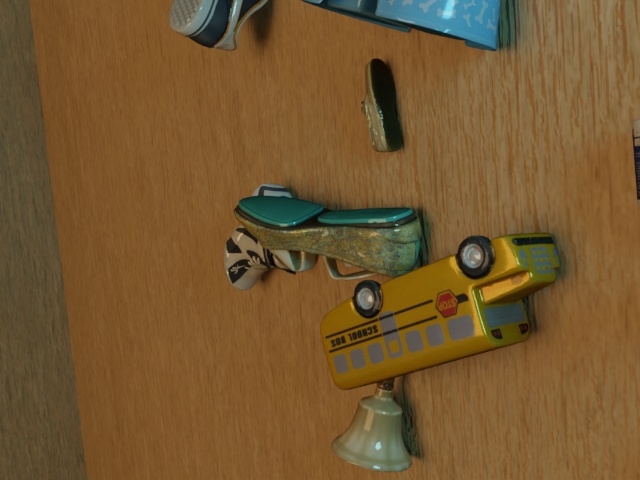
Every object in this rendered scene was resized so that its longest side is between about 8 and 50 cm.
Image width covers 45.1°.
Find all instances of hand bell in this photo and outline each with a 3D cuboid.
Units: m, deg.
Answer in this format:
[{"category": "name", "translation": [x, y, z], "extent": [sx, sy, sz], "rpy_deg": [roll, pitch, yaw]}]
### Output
[{"category": "hand bell", "translation": [0.098, 0.208, 1.163], "extent": [0.126, 0.126, 0.242], "rpy_deg": [17, 99, 51]}]

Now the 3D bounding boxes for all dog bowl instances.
[{"category": "dog bowl", "translation": [0.102, -0.308, 0.975], "extent": [0.297, 0.165, 0.074], "rpy_deg": [30, 110, 47]}]

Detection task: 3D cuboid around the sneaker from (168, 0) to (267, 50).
[{"category": "sneaker", "translation": [-0.150, -0.481, 1.320], "extent": [0.126, 0.127, 0.321], "rpy_deg": [19, 88, 44]}]

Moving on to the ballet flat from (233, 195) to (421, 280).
[{"category": "ballet flat", "translation": [0.000, 0.000, 1.184], "extent": [0.348, 0.123, 0.123], "rpy_deg": [7, 104, 39]}]

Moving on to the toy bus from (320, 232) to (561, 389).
[{"category": "toy bus", "translation": [0.148, 0.093, 0.993], "extent": [0.332, 0.108, 0.130], "rpy_deg": [-26, 72, 42]}]

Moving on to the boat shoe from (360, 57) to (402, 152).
[{"category": "boat shoe", "translation": [0.081, -0.193, 1.115], "extent": [0.045, 0.050, 0.135], "rpy_deg": [-7, 92, 49]}]

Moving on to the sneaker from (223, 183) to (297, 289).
[{"category": "sneaker", "translation": [-0.092, 0.033, 1.364], "extent": [0.235, 0.094, 0.153], "rpy_deg": [-59, 42, 29]}]

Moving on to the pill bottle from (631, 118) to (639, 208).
[{"category": "pill bottle", "translation": [0.348, -0.064, 0.764], "extent": [0.067, 0.067, 0.120], "rpy_deg": [0, 97, 54]}]
